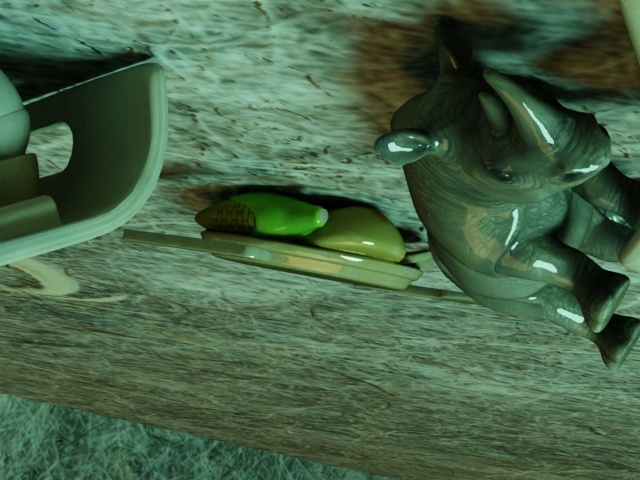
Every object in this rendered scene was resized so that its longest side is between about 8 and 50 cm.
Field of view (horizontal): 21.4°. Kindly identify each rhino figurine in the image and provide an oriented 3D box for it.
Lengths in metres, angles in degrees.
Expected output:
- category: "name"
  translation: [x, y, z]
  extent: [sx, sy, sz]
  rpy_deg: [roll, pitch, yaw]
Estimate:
- category: "rhino figurine"
  translation: [0.076, -0.017, 0.646]
  extent: [0.106, 0.073, 0.243]
  rpy_deg: [30, 173, 18]

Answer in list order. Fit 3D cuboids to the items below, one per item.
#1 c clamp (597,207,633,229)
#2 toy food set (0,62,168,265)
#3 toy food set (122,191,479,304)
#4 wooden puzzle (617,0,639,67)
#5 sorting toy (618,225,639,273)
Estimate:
- category: "c clamp"
  translation: [0.184, -0.013, 0.737]
  extent: [0.160, 0.022, 0.137]
  rpy_deg: [-4, 168, 44]
- category: "toy food set"
  translation: [-0.238, -0.011, 0.683]
  extent: [0.306, 0.092, 0.219]
  rpy_deg: [-17, -175, -35]
- category: "toy food set"
  translation: [0.000, 0.000, 0.921]
  extent: [0.192, 0.038, 0.132]
  rpy_deg: [13, 176, -42]
- category: "wooden puzzle"
  translation: [0.215, -0.012, 0.314]
  extent: [0.322, 0.080, 0.348]
  rpy_deg: [4, 157, 25]
- category: "sorting toy"
  translation: [0.210, 0.001, 0.509]
  extent: [0.193, 0.038, 0.208]
  rpy_deg: [22, 150, -1]
